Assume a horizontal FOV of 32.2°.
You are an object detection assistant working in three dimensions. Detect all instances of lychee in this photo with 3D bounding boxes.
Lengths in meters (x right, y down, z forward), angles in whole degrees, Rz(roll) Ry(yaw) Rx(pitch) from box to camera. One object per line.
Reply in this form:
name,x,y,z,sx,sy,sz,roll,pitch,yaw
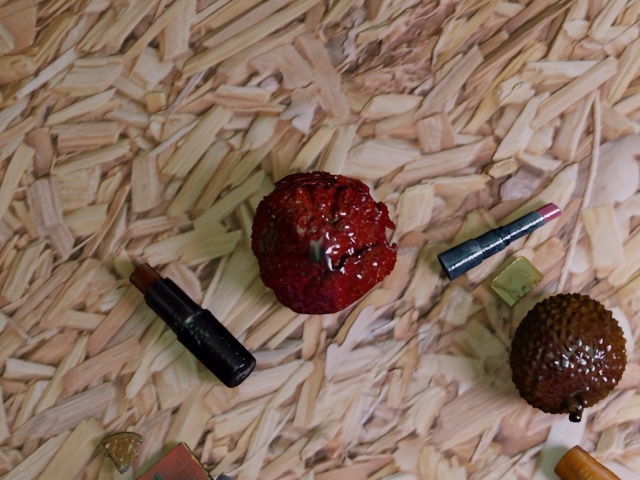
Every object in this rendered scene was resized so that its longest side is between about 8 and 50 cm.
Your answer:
lychee,0.413,0.199,1.846,0.200,0.200,0.238,-8,51,7

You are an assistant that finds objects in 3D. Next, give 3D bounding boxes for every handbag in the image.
handbag,0.350,0.074,1.975,0.083,0.027,0.061,-43,73,-1

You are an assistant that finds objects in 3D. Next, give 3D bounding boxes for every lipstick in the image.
lipstick,0.324,-0.005,1.988,0.234,0.053,0.053,-28,73,0
lipstick,-0.239,0.148,2.025,0.081,0.081,0.300,-46,71,-4

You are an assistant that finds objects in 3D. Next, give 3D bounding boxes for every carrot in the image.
carrot,0.476,0.426,1.832,0.193,0.087,0.087,35,83,18

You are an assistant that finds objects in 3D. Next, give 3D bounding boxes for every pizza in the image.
pizza,-0.359,0.386,2.009,0.083,0.025,0.078,-6,70,15

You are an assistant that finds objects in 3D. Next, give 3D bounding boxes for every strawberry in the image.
strawberry,0.000,0.000,1.954,0.274,0.220,0.274,-2,79,9

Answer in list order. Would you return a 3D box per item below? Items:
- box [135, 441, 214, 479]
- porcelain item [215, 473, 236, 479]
box,-0.269,0.436,1.983,0.133,0.023,0.090,-39,71,-3
porcelain item,-0.233,0.591,1.822,0.178,0.242,0.405,41,86,-8
